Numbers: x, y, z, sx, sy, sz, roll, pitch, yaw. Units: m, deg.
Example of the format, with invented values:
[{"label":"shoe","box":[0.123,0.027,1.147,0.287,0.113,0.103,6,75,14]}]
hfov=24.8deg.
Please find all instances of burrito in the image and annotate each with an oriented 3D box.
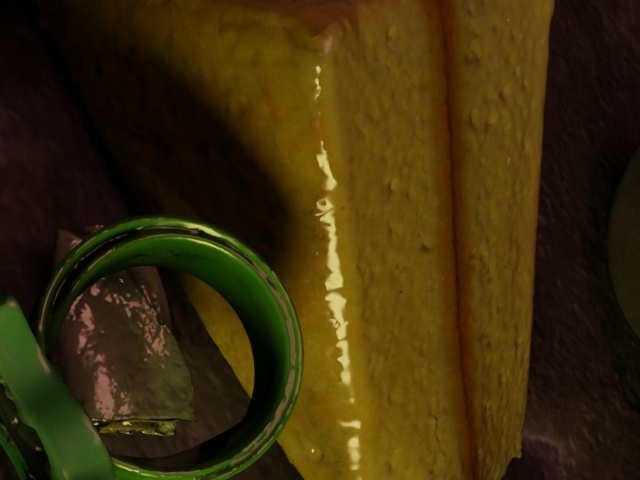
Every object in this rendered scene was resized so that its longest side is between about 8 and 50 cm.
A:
[{"label":"burrito","box":[-0.110,0.048,0.781,0.074,0.044,0.118,-3,76,-31]}]

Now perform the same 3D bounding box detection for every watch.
[{"label":"watch","box":[-0.094,0.046,0.697,0.152,0.131,0.165,-28,84,-19]}]

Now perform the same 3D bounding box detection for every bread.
[{"label":"bread","box":[0.000,0.000,0.894,0.233,0.245,0.361,-27,122,-46]}]

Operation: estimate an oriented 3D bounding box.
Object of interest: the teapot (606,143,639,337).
[{"label":"teapot","box":[0.375,0.052,1.085,0.239,0.239,0.321,23,52,-48]}]
